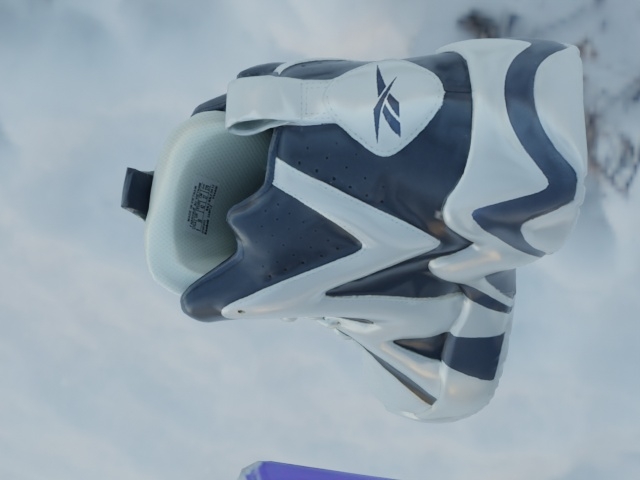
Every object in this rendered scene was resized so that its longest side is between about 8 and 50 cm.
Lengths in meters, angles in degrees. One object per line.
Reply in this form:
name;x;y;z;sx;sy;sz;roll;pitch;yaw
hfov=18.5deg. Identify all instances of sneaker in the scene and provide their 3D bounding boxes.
sneaker;0.000;0.000;0.740;0.153;0.094;0.235;4;159;-7

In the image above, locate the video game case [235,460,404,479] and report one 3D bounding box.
video game case;0.121;0.155;0.287;0.269;0.244;0.061;11;128;-25
